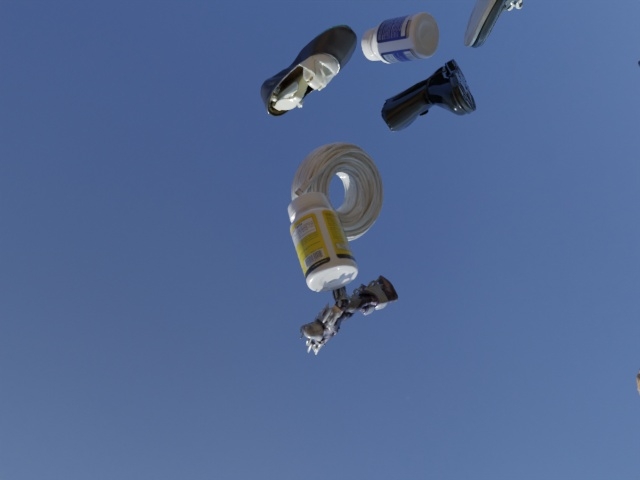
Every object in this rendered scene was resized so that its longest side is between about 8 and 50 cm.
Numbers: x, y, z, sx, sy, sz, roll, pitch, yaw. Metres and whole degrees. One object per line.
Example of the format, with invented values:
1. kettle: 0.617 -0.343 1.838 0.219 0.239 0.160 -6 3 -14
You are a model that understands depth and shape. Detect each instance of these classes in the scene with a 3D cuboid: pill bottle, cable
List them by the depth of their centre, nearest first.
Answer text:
1. pill bottle: 0.000 0.000 1.414 0.119 0.119 0.208 1 -125 -31
2. pill bottle: 0.201 -0.517 1.610 0.112 0.186 0.112 -8 -78 -43
3. cable: 0.047 -0.123 1.619 0.257 0.089 0.257 45 -114 -31

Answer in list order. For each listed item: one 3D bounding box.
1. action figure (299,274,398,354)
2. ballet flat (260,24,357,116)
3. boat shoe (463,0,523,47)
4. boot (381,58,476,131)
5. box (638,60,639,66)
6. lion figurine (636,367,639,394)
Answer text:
1. action figure: 0.051 0.172 1.500 0.285 0.185 0.099 -22 -111 -42
2. ballet flat: -0.020 -0.251 0.967 0.074 0.203 0.074 23 -124 -38
3. boat shoe: 0.442 -0.583 1.441 0.099 0.116 0.319 24 -78 -12
4. boot: 0.247 -0.315 1.467 0.094 0.207 0.246 49 -156 -24
5. box: 0.495 -0.189 0.627 0.103 0.261 0.184 47 -154 -23
6. lion figurine: 0.737 0.173 1.122 0.240 0.142 0.392 35 -102 -7
